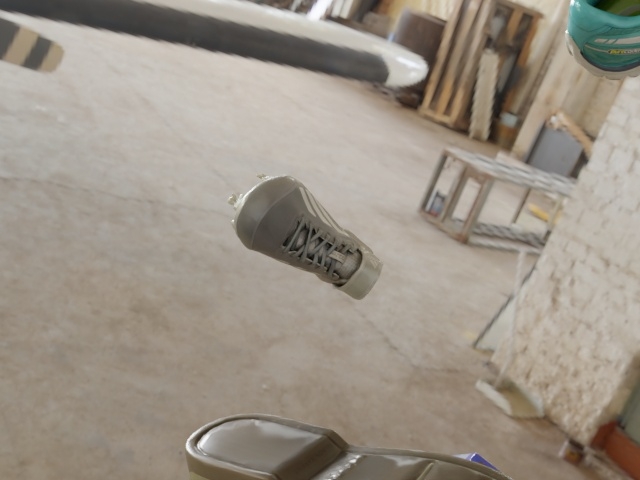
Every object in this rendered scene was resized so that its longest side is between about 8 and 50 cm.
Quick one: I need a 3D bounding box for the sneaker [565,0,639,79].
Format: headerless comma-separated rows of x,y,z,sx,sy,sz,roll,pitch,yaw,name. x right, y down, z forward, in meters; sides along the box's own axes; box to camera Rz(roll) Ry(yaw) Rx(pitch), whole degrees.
0.322,-0.229,0.710,0.107,0.275,0.110,62,14,26,sneaker

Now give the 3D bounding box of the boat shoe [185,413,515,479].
0.037,0.198,0.573,0.111,0.104,0.307,-19,20,-41,boat shoe

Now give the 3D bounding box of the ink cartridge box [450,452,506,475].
0.291,0.475,1.419,0.270,0.151,0.395,37,-13,9,ink cartridge box

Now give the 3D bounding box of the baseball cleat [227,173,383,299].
0.000,0.000,0.779,0.109,0.072,0.206,33,5,20,baseball cleat
